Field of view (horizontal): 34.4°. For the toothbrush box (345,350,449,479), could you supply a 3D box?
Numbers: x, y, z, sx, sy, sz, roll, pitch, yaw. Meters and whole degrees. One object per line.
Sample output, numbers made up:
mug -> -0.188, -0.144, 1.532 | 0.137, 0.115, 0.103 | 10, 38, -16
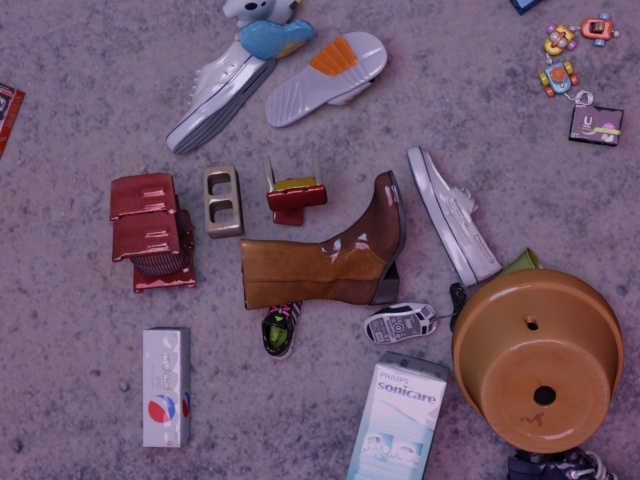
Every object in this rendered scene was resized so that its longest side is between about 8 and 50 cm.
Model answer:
toothbrush box -> 0.125, 0.352, 1.767 | 0.126, 0.216, 0.296 | 14, 91, 8

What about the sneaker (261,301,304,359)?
sneaker -> -0.070, 0.134, 1.869 | 0.063, 0.075, 0.170 | 10, 91, 9

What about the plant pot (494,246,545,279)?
plant pot -> 0.349, 0.067, 1.807 | 0.079, 0.083, 0.083 | -32, 85, 19

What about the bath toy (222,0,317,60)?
bath toy -> -0.123, -0.498, 1.851 | 0.129, 0.151, 0.348 | -26, 75, 18

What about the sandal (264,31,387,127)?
sandal -> 0.015, -0.285, 1.866 | 0.265, 0.076, 0.102 | -27, 70, 28

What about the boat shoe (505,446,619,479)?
boat shoe -> 0.462, 0.422, 1.703 | 0.340, 0.127, 0.158 | 0, 114, 26

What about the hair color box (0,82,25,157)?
hair color box -> -0.627, -0.232, 1.976 | 0.072, 0.043, 0.141 | 22, 94, 8

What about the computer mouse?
computer mouse -> 0.170, 0.135, 1.839 | 0.193, 0.042, 0.106 | -10, 123, 12

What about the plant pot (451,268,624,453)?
plant pot -> 0.362, 0.213, 1.698 | 0.290, 0.203, 0.291 | 2, 107, 6

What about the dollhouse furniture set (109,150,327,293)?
dollhouse furniture set -> -0.169, -0.026, 1.818 | 0.374, 0.201, 0.152 | -7, 70, 2

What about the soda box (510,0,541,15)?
soda box -> 0.417, -0.485, 1.800 | 0.210, 0.067, 0.071 | -34, 85, 8

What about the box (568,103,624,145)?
box -> 0.478, -0.200, 1.796 | 0.083, 0.052, 0.062 | 9, 91, 10

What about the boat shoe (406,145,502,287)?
boat shoe -> 0.236, -0.052, 1.814 | 0.088, 0.096, 0.268 | -25, 87, 4

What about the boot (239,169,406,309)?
boot -> 0.000, 0.000, 1.786 | 0.280, 0.096, 0.264 | 0, 127, -7

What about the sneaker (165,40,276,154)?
sneaker -> -0.197, -0.268, 1.893 | 0.258, 0.094, 0.091 | -45, 74, -3

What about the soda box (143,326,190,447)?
soda box -> -0.283, 0.269, 1.905 | 0.073, 0.069, 0.216 | 0, 90, 9

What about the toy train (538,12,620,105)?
toy train -> 0.449, -0.323, 1.805 | 0.125, 0.046, 0.166 | 14, 91, 9
